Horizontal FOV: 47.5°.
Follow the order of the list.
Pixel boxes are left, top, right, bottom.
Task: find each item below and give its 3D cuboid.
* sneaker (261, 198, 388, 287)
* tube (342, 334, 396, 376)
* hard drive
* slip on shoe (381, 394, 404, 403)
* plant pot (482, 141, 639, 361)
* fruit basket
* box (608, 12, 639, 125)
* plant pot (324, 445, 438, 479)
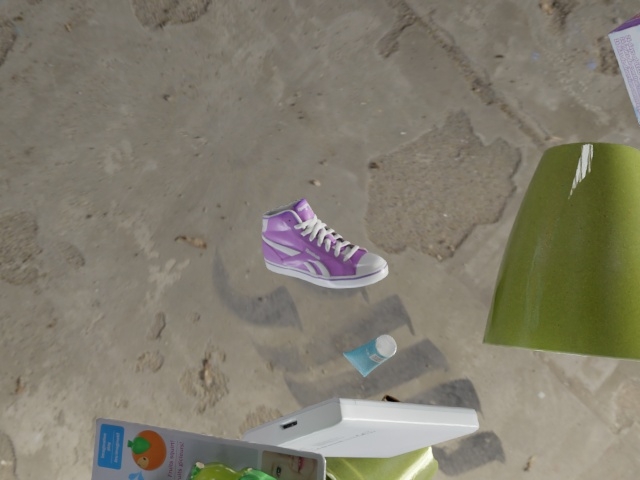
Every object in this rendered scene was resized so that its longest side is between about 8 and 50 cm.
[{"bbox_3d":[-0.001,0.000,1.471,0.282,0.102,0.161,9,118,24],"label":"sneaker"},{"bbox_3d":[0.114,0.274,1.723,0.052,0.207,0.080,-36,84,-29],"label":"tube"},{"bbox_3d":[0.076,0.328,1.252,0.353,0.233,0.047,17,55,-42],"label":"hard drive"},{"bbox_3d":[0.178,0.364,1.497,0.051,0.135,0.041,-20,127,-36],"label":"slip on shoe"},{"bbox_3d":[0.384,0.017,1.047,0.275,0.275,0.293,7,84,-9],"label":"plant pot"},{"bbox_3d":[-0.172,0.429,1.001,0.353,0.165,0.326,5,91,11],"label":"fruit basket"},{"bbox_3d":[0.363,-0.054,0.543,0.057,0.201,0.293,-35,107,-31],"label":"box"},{"bbox_3d":[0.121,0.540,1.667,0.254,0.276,0.276,-33,102,-30],"label":"plant pot"}]
